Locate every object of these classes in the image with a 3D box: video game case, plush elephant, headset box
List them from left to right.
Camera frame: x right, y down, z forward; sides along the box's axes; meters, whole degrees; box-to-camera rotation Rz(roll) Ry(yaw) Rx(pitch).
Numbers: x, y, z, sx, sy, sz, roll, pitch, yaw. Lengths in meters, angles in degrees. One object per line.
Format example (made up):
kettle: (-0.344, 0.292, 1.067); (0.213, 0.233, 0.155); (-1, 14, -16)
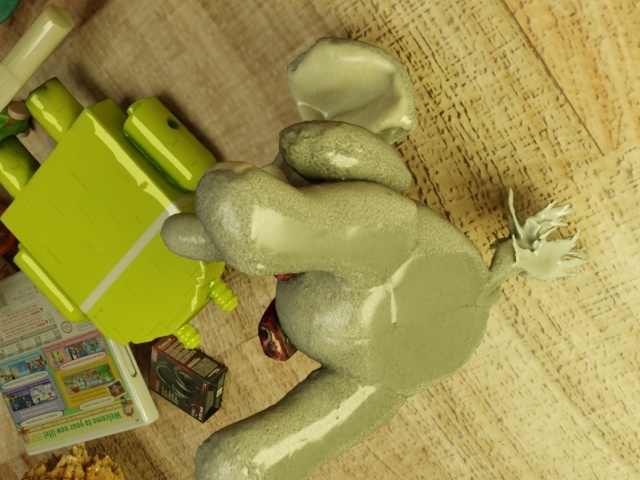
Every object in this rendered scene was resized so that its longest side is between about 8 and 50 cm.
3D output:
video game case: (-0.278, 0.120, 1.452); (0.212, 0.023, 0.193); (-20, 95, 41)
headset box: (-0.140, 0.138, 1.409); (0.083, 0.032, 0.062); (30, 132, 20)
plush elephant: (0.000, 0.000, 1.061); (0.255, 0.330, 0.272); (35, 138, 50)

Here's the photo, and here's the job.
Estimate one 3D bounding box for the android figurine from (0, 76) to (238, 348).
android figurine: (-0.192, -0.016, 1.296); (0.273, 0.056, 0.248); (45, 121, 4)

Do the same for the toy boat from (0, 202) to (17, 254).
toy boat: (-0.394, 0.001, 1.458); (0.231, 0.151, 0.151); (-114, 11, -50)

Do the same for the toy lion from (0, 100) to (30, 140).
toy lion: (-0.352, -0.123, 1.369); (0.100, 0.096, 0.034); (31, 133, 20)

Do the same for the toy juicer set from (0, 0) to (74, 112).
toy juicer set: (-0.299, -0.266, 1.249); (0.209, 0.089, 0.329); (-17, 97, 31)

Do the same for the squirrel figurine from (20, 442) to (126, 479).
squirrel figurine: (-0.231, 0.432, 1.515); (0.370, 0.281, 0.397); (-25, 102, 39)

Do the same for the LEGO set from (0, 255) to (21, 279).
LEGO set: (-0.340, 0.110, 1.542); (0.182, 0.060, 0.244); (46, 136, 1)
